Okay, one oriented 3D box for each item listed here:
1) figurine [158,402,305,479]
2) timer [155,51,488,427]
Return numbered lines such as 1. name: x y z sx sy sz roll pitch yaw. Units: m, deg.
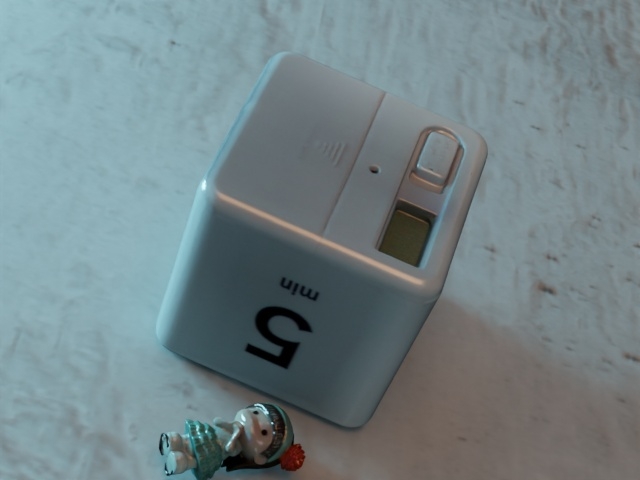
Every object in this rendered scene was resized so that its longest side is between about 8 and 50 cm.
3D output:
1. figurine: -0.067 0.157 1.021 0.106 0.047 0.060 -8 46 -23
2. timer: 0.000 0.000 1.080 0.194 0.195 0.192 24 47 0
